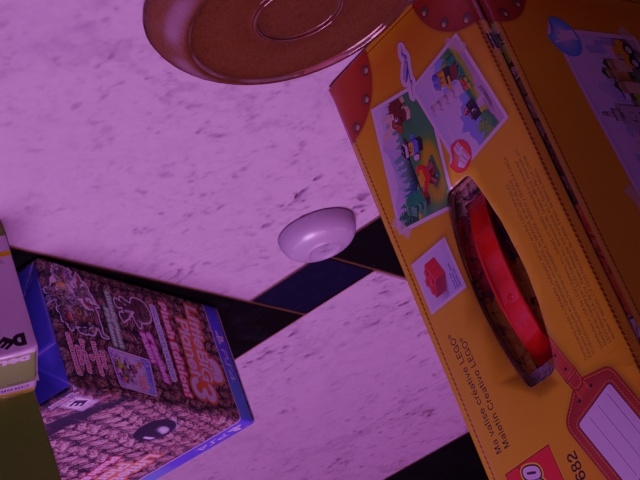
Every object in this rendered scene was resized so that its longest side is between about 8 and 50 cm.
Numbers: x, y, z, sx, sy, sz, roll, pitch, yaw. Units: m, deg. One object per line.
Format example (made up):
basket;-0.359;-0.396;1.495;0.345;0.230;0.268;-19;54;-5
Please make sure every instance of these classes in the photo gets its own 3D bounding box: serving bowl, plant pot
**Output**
serving bowl;0.000;0.000;1.719;0.083;0.027;0.083;-17;155;-9
plant pot;-0.020;-0.187;1.311;0.236;0.032;0.236;-17;155;-8

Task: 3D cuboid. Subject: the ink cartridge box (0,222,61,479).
ink cartridge box;-0.331;0.132;1.453;0.189;0.255;0.097;-14;155;-17

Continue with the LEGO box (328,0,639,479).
LEGO box;0.276;0.035;1.438;0.372;0.500;0.193;3;146;-41

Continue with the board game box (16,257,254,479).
board game box;-0.254;0.157;1.705;0.232;0.141;0.291;-32;153;24
